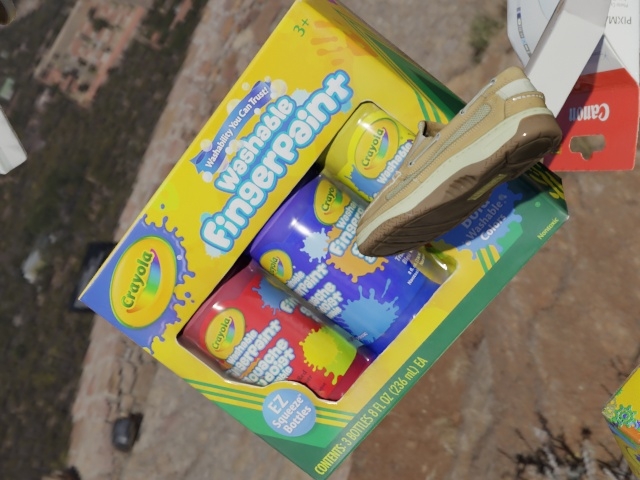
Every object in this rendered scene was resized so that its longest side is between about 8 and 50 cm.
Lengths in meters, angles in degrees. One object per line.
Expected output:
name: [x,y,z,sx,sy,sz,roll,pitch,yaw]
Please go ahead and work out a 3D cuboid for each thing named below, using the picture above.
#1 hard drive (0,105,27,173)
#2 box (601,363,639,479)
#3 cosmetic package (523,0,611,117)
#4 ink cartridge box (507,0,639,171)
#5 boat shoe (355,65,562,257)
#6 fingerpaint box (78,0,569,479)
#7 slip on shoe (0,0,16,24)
hard drive: [-0.391,-0.219,0.951,0.040,0.307,0.203,-40,47,-22]
box: [0.512,0.262,1.206,0.177,0.290,0.279,-48,54,-5]
cosmetic package: [0.292,-0.211,1.333,0.099,0.060,0.239,-67,-1,-47]
ink cartridge box: [0.404,-0.306,1.695,0.308,0.091,0.385,-166,76,-75]
boat shoe: [0.090,-0.056,0.759,0.190,0.068,0.072,-37,64,35]
fingerpaint box: [0.000,0.000,1.211,0.445,0.371,0.163,-50,4,20]
slip on shoe: [-0.362,-0.253,1.009,0.051,0.135,0.041,-22,31,55]
